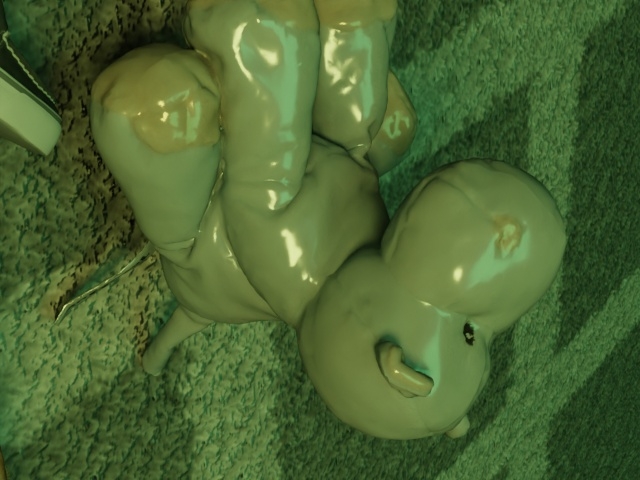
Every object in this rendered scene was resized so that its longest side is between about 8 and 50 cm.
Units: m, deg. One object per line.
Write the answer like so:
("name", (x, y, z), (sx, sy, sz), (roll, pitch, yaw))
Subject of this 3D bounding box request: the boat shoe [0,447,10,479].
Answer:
("boat shoe", (-0.216, 0.068, 0.632), (0.123, 0.116, 0.324), (-40, 138, -37))

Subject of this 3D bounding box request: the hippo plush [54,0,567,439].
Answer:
("hippo plush", (0.000, 0.000, 0.736), (0.294, 0.236, 0.234), (-50, 147, -1))

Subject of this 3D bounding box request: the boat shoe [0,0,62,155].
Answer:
("boat shoe", (-0.190, -0.123, 0.608), (0.076, 0.080, 0.228), (-60, 139, -11))
